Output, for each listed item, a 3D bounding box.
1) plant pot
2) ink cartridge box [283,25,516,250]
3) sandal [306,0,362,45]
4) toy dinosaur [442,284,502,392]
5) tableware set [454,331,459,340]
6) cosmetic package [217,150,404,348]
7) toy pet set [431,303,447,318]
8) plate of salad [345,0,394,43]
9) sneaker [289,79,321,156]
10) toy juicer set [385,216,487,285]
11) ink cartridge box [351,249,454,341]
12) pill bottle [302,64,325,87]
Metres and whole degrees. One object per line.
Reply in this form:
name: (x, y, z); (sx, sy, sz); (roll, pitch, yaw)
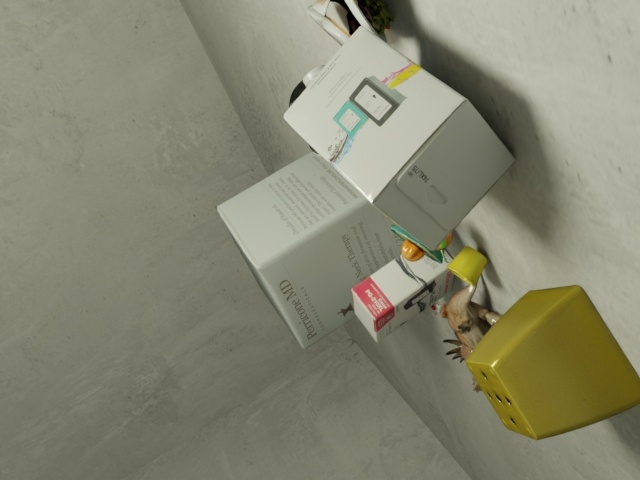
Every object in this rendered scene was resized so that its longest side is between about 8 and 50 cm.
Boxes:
plant pot: (0.376, 0.218, 1.200); (0.212, 0.187, 0.212); (59, 171, 3)
ink cartridge box: (0.121, -0.160, 1.111); (0.198, 0.197, 0.270); (33, -168, -48)
sandal: (0.047, -0.402, 1.299); (0.102, 0.076, 0.265); (37, -167, -25)
toy dinosaur: (0.338, 0.197, 1.588); (0.200, 0.127, 0.296); (-125, 12, -69)
tableware set: (0.384, 0.253, 1.825); (0.169, 0.020, 0.141); (54, 168, 34)
cosmetic package: (0.000, 0.000, 1.886); (0.327, 0.393, 0.330); (48, 167, 50)
toy pet set: (0.290, 0.176, 1.938); (0.114, 0.065, 0.122); (61, 170, -17)
plate of salad: (0.065, -0.414, 1.159); (0.200, 0.048, 0.200); (51, -159, -29)
sneaker: (0.019, -0.286, 1.806); (0.162, 0.106, 0.282); (32, -148, -44)
toy juicer set: (0.184, -0.014, 1.492); (0.209, 0.090, 0.329); (35, 180, -35)
ink cartridge box: (0.200, 0.116, 1.681); (0.100, 0.237, 0.172); (52, 169, 24)
pill bottle: (0.028, -0.324, 1.642); (0.160, 0.087, 0.087); (57, 171, 6)
